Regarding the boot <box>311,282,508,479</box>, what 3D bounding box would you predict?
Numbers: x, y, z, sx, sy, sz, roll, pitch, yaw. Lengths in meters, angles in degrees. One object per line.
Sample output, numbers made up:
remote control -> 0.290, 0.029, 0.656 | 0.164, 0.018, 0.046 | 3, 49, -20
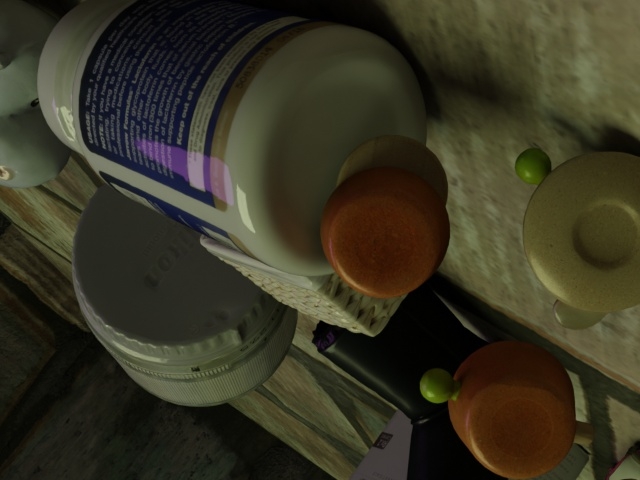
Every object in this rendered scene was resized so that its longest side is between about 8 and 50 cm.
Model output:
boot -> 0.071, 0.148, 0.948 | 0.207, 0.246, 0.094 | 39, 144, -15

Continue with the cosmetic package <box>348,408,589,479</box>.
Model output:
cosmetic package -> 0.150, 0.251, 1.161 | 0.151, 0.184, 0.151 | 41, 165, -13

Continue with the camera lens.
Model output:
camera lens -> -0.137, 0.050, 1.159 | 0.219, 0.219, 0.274 | 35, 165, 12

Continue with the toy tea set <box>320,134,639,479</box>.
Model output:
toy tea set -> 0.148, 0.060, 0.634 | 0.336, 0.200, 0.124 | 52, -172, -4

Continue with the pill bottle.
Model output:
pill bottle -> -0.071, -0.085, 0.727 | 0.264, 0.153, 0.153 | 24, 160, 44

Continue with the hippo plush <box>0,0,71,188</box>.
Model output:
hippo plush -> -0.322, -0.175, 1.067 | 0.236, 0.234, 0.294 | 12, 113, 23

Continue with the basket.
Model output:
basket -> 0.000, 0.000, 0.899 | 0.103, 0.113, 0.167 | 44, 164, -31

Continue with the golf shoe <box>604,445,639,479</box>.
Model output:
golf shoe -> 0.290, 0.249, 1.021 | 0.067, 0.086, 0.186 | 36, 164, 17
